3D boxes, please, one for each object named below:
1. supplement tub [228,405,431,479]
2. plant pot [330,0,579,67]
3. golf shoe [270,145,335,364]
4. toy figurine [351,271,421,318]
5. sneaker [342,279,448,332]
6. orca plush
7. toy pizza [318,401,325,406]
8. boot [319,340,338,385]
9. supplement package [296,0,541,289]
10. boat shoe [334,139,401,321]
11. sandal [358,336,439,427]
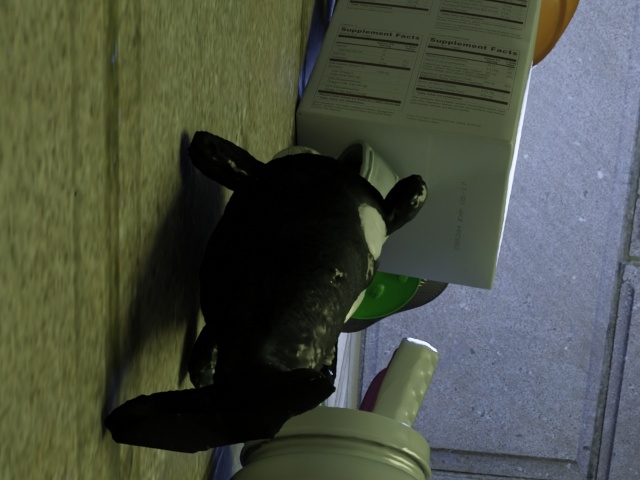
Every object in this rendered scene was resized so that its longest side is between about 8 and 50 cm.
[{"bbox_3d":[0.001,0.217,0.746,0.144,0.144,0.200,87,8,-59],"label":"supplement tub"},{"bbox_3d":[0.137,-0.271,1.417,0.291,0.290,0.203,90,23,-46],"label":"plant pot"},{"bbox_3d":[-0.027,0.004,0.830,0.086,0.069,0.176,-114,-156,-53],"label":"golf shoe"},{"bbox_3d":[0.062,-0.015,1.545,0.173,0.130,0.159,-60,-158,27],"label":"toy figurine"},{"bbox_3d":[0.081,0.036,1.643,0.222,0.083,0.118,-27,-124,42],"label":"sneaker"},{"bbox_3d":[-0.043,0.003,0.574,0.151,0.102,0.287,-37,-171,27],"label":"orca plush"},{"bbox_3d":[-0.023,0.244,1.207,0.201,0.032,0.201,4,90,-83],"label":"toy pizza"},{"bbox_3d":[0.007,0.110,1.406,0.121,0.045,0.099,-70,163,-48],"label":"boot"},{"bbox_3d":[0.101,-0.125,1.212,0.199,0.198,0.263,90,13,-47],"label":"supplement package"},{"bbox_3d":[0.001,-0.001,1.014,0.081,0.079,0.227,54,42,-23],"label":"boat shoe"},{"bbox_3d":[-0.003,0.216,1.037,0.416,0.102,0.169,-51,162,-59],"label":"sandal"}]
